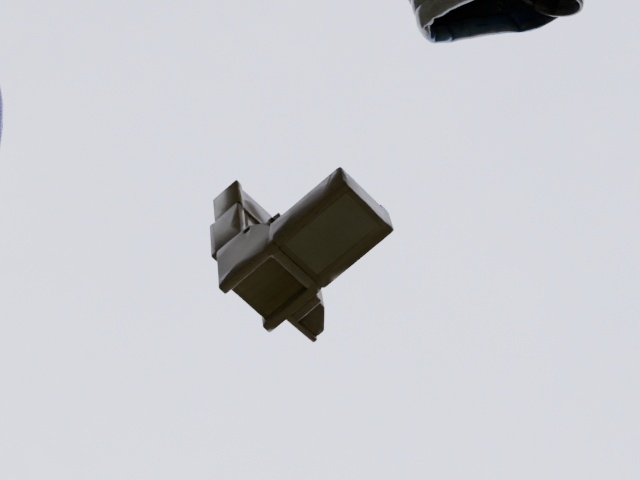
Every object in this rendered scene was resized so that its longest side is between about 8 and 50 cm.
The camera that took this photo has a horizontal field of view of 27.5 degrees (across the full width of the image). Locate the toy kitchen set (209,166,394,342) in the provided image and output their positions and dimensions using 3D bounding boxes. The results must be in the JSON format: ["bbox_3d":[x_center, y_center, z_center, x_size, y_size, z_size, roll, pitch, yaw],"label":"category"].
[{"bbox_3d":[0.000,0.000,0.600,0.075,0.068,0.083,-40,-154,15],"label":"toy kitchen set"}]

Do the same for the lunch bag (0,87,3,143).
[{"bbox_3d":[-0.307,-0.114,0.617,0.239,0.328,0.385,-32,-114,-10],"label":"lunch bag"}]

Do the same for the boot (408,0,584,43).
[{"bbox_3d":[0.184,-0.217,0.968,0.258,0.095,0.123,-15,-119,7],"label":"boot"}]
